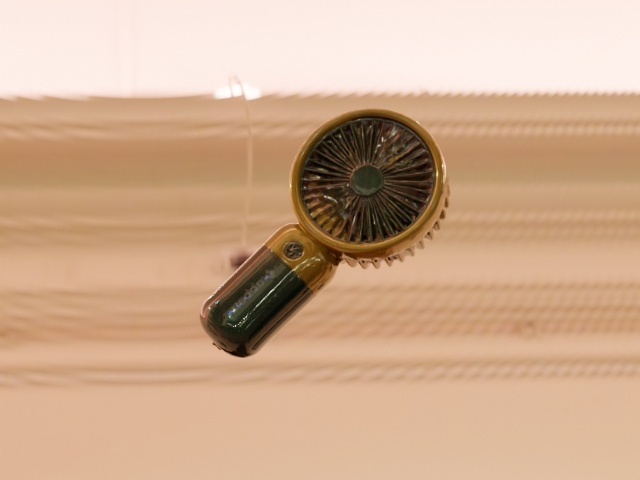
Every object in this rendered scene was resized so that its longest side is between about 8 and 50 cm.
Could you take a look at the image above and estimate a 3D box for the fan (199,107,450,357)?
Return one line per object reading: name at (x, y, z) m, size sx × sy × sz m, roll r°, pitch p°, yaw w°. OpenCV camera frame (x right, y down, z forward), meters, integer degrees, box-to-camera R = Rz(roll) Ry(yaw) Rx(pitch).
fan at (0.000, 0.000, 1.033) m, size 0.155 × 0.039 × 0.082 m, roll -43°, pitch -114°, yaw -7°
